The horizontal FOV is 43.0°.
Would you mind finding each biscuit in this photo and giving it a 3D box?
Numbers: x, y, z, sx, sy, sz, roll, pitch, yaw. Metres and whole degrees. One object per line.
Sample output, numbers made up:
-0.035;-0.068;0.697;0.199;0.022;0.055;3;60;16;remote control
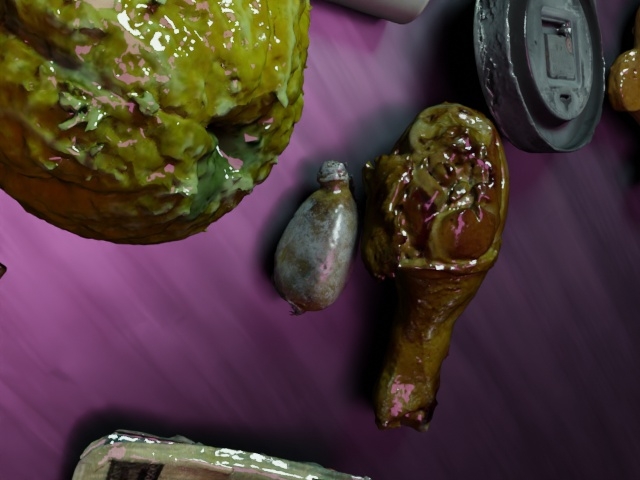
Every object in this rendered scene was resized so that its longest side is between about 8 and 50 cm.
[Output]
0.453;-0.151;1.020;0.301;0.049;0.197;42;72;-27;biscuit

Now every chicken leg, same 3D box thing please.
0.110;0.035;0.842;0.211;0.140;0.361;9;94;-54;chicken leg

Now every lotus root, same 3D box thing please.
0.002;0.001;0.838;0.088;0.088;0.165;21;84;-26;lotus root

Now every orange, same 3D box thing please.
-0.128;-0.130;0.657;0.301;0.223;0.300;-38;152;-23;orange

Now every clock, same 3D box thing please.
0.240;-0.204;0.874;0.226;0.049;0.226;1;88;-48;clock

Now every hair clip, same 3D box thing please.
-0.098;0.270;0.854;0.321;0.091;0.138;15;103;-14;hair clip

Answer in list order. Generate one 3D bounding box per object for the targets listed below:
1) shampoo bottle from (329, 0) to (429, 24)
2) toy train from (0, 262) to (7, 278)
-0.018;-0.281;0.772;0.262;0.085;0.085;11;96;-25;shampoo bottle
-0.359;-0.009;0.648;0.225;0.137;0.090;38;85;-25;toy train
